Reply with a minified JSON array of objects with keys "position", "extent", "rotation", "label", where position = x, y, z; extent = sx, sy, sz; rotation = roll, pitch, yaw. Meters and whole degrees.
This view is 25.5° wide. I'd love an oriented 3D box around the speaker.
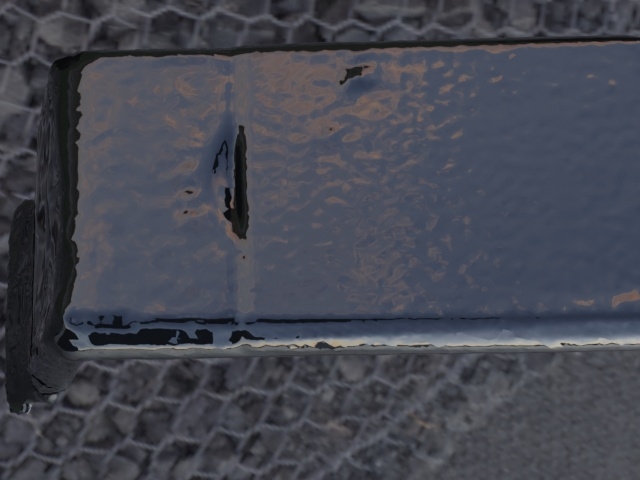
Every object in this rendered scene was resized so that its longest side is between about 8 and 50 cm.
[{"position":[0.000,0.000,0.812],"extent":[0.388,0.184,0.180],"rotation":[-1,68,-3],"label":"speaker"}]
